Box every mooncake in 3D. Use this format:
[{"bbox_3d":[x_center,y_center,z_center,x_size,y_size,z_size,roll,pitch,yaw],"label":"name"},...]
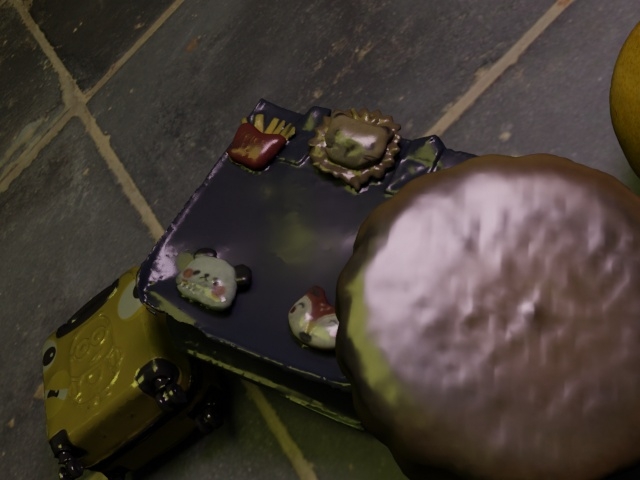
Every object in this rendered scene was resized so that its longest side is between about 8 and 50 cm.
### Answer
[{"bbox_3d":[0.153,0.079,0.721,0.290,0.161,0.291,-2,65,4],"label":"mooncake"}]

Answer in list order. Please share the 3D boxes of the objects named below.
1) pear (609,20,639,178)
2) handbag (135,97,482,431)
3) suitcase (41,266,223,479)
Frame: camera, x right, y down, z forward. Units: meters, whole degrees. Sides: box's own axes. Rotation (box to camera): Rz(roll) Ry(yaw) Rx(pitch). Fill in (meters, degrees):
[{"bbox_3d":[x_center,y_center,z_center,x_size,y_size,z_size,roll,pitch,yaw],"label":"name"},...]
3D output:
[{"bbox_3d":[0.353,-0.132,0.754,0.208,0.209,0.209,-22,47,26],"label":"pear"},{"bbox_3d":[0.000,0.000,0.939,0.303,0.122,0.329,19,68,23],"label":"handbag"},{"bbox_3d":[-0.225,0.169,1.052,0.194,0.143,0.235,-37,43,12],"label":"suitcase"}]
